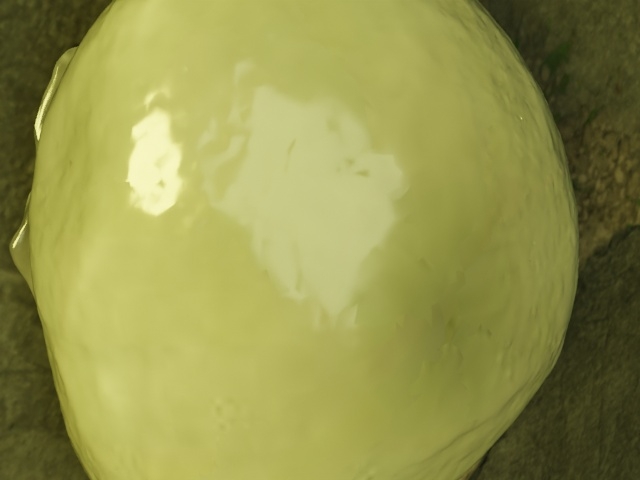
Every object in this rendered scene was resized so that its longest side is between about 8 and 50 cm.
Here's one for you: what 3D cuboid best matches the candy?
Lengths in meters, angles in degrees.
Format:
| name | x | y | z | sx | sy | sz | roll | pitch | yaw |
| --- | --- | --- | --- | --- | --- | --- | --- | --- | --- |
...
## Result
| name | x | y | z | sx | sy | sz | roll | pitch | yaw |
| --- | --- | --- | --- | --- | --- | --- | --- | --- | --- |
| candy | 0.000 | 0.000 | 0.918 | 0.386 | 0.186 | 0.426 | -31 | 118 | -20 |
